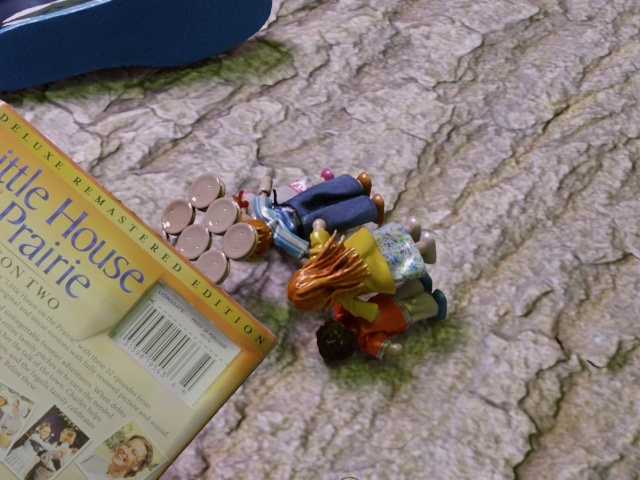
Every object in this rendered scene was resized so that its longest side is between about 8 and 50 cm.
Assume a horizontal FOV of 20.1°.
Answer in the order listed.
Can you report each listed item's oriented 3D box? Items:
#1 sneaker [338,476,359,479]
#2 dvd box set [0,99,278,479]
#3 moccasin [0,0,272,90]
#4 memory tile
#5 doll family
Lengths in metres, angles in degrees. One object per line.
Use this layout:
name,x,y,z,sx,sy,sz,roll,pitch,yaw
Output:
sneaker,0.020,0.288,1.463,0.094,0.081,0.208,17,50,-2
dvd box set,-0.281,0.134,1.410,0.307,0.062,0.420,40,70,2
moccasin,-0.225,-0.260,1.948,0.342,0.138,0.117,-10,42,-20
memory tile,-0.129,0.016,1.694,0.148,0.012,0.113,-45,52,9
doll family,0.000,0.000,1.722,0.163,0.118,0.263,-22,52,-28
